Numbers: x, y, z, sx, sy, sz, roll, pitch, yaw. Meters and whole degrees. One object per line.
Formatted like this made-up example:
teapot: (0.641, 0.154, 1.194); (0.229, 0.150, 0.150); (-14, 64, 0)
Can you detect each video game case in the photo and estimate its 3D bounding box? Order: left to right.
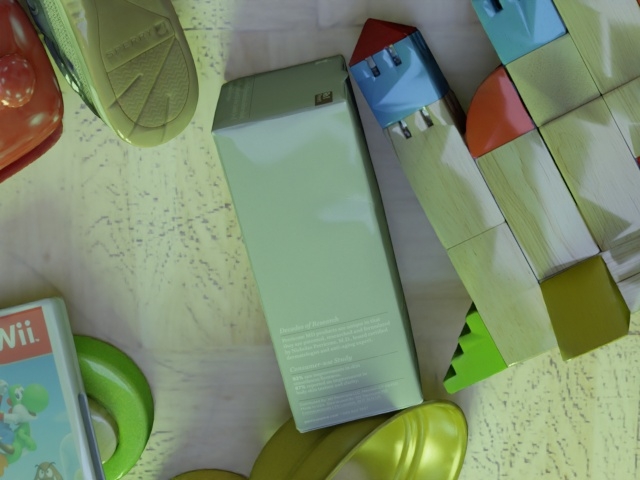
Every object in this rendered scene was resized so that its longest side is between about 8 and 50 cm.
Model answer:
video game case: (-0.257, 0.203, 1.132); (0.204, 0.025, 0.285); (-14, 88, 14)

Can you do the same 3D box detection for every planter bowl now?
planter bowl: (0.008, 0.189, 1.143); (0.090, 0.217, 0.217); (35, 112, 30)

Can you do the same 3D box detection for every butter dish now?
butter dish: (-0.234, -0.104, 1.005); (0.118, 0.160, 0.160); (2, 122, 47)

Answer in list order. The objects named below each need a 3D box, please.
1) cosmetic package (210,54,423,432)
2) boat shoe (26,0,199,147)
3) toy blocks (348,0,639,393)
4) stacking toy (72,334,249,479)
cosmetic package: (0.000, 0.000, 1.077); (0.107, 0.127, 0.238); (-16, 109, 6)
boat shoe: (-0.167, -0.198, 1.014); (0.103, 0.092, 0.285); (-34, 118, -32)
toy blocks: (0.202, -0.095, 1.032); (0.381, 0.191, 0.261); (-26, 96, 19)
stacking toy: (-0.210, 0.244, 1.164); (0.309, 0.130, 0.279); (-29, 109, 9)
